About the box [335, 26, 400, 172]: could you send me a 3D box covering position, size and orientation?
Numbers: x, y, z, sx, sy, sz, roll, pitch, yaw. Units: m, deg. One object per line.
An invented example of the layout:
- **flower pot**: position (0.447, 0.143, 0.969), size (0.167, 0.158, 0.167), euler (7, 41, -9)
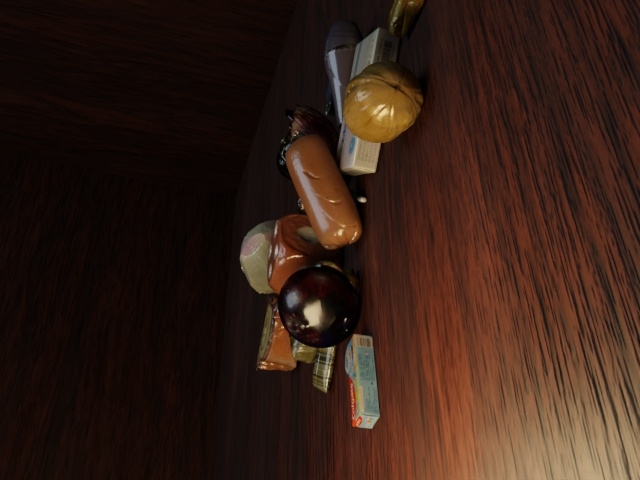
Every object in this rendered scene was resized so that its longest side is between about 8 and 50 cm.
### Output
- **box**: position (0.113, -0.337, 1.820), size (0.200, 0.065, 0.343), euler (-169, 90, -77)

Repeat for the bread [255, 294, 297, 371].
- **bread**: position (-0.118, 0.284, 2.190), size (0.190, 0.123, 0.244), euler (-121, 43, -73)

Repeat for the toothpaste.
- **toothpaste**: position (0.084, 0.293, 1.505), size (0.070, 0.044, 0.193), euler (111, 163, -44)

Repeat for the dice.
- **dice**: position (-0.048, 0.047, 1.962), size (0.174, 0.175, 0.179), euler (-95, 21, -46)

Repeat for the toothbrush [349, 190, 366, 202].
- **toothbrush**: position (0.080, -0.119, 1.893), size (0.257, 0.018, 0.024), euler (-140, 59, -75)

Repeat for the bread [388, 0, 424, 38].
- **bread**: position (0.195, -0.528, 1.657), size (0.132, 0.053, 0.074), euler (114, 165, -45)

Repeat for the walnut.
- **walnut**: position (0.128, -0.289, 1.530), size (0.197, 0.165, 0.165), euler (135, 144, -80)

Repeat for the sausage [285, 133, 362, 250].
- **sausage**: position (0.009, -0.116, 1.815), size (0.304, 0.121, 0.121), euler (67, 152, 24)

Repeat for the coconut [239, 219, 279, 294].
- **coconut**: position (-0.135, 0.058, 2.223), size (0.230, 0.227, 0.227), euler (-98, 22, -68)

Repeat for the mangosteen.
- **mangosteen**: position (0.007, 0.135, 1.684), size (0.230, 0.194, 0.194), euler (-57, -4, -41)

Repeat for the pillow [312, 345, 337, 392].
- **pillow**: position (0.016, 0.272, 1.818), size (0.113, 0.038, 0.203), euler (162, 119, -75)

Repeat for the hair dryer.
- **hair dryer**: position (0.058, -0.427, 2.121), size (0.361, 0.121, 0.301), euler (117, 152, -77)

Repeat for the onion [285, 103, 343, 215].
- **onion**: position (0.006, -0.247, 2.043), size (0.280, 0.146, 0.314), euler (-68, -30, -56)

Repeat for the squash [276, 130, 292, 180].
- **squash**: position (-0.058, -0.280, 2.314), size (0.193, 0.155, 0.193), euler (11, -90, -82)

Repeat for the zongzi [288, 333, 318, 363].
- **zongzi**: position (-0.028, 0.216, 1.972), size (0.189, 0.081, 0.178), euler (-114, 44, -70)
